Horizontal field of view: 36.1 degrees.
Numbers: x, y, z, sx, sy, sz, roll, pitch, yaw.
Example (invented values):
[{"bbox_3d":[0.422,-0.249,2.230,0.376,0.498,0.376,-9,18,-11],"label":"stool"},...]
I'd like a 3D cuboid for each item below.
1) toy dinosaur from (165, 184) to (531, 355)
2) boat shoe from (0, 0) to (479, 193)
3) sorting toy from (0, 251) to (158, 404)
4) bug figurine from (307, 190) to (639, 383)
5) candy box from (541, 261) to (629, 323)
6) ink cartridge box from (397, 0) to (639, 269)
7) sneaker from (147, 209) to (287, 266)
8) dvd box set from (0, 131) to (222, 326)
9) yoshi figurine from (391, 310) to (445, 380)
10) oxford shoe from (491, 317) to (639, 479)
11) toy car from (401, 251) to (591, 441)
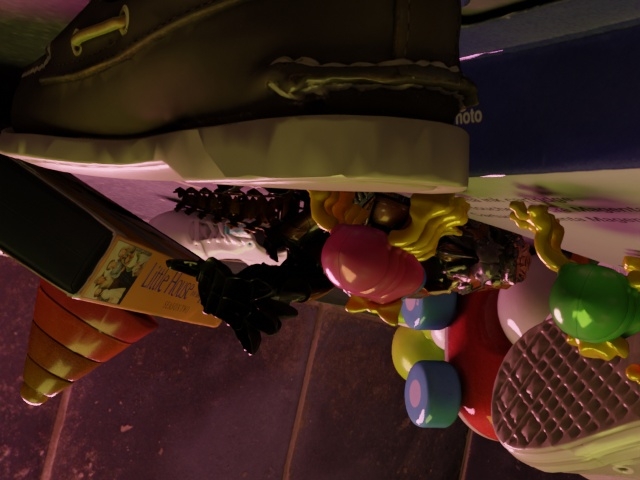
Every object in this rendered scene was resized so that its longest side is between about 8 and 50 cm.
[{"bbox_3d":[0.000,0.000,0.807,0.322,0.164,0.218,-14,174,37],"label":"toy dinosaur"},{"bbox_3d":[-0.058,-0.074,0.437,0.117,0.096,0.324,1,-176,-34],"label":"boat shoe"},{"bbox_3d":[-0.328,0.028,0.909,0.366,0.126,0.127,32,178,14],"label":"sorting toy"},{"bbox_3d":[0.102,0.026,0.535,0.279,0.072,0.216,13,175,27],"label":"bug figurine"},{"bbox_3d":[0.296,0.081,0.838,0.165,0.070,0.196,14,144,-10],"label":"candy box"},{"bbox_3d":[0.170,-0.038,0.445,0.330,0.071,0.324,14,174,-29],"label":"ink cartridge box"},{"bbox_3d":[-0.127,-0.008,1.331,0.212,0.080,0.094,8,164,-19],"label":"sneaker"},{"bbox_3d":[-0.251,-0.033,0.907,0.308,0.062,0.420,32,177,11],"label":"dvd box set"},{"bbox_3d":[0.254,0.161,1.398,0.362,0.203,0.203,18,177,10],"label":"yoshi figurine"},{"bbox_3d":[0.295,0.088,0.626,0.130,0.169,0.449,26,154,-22],"label":"oxford shoe"},{"bbox_3d":[0.228,0.097,1.019,0.219,0.210,0.238,4,164,-17],"label":"toy car"}]
